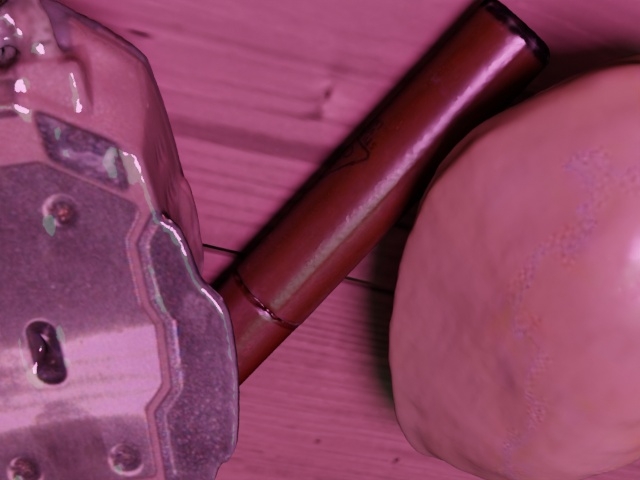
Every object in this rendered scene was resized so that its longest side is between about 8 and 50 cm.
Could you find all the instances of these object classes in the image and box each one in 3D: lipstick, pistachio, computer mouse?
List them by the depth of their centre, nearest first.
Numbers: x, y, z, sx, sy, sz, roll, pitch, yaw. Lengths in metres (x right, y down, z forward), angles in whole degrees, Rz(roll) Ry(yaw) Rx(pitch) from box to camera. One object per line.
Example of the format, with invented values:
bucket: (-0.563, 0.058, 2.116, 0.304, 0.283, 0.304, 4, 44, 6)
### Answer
computer mouse: (-0.153, 0.007, 0.667, 0.199, 0.115, 0.389, -8, 111, -1)
pistachio: (0.153, 0.032, 0.721, 0.226, 0.208, 0.332, 12, 135, -12)
lipstick: (0.000, 0.000, 0.738, 0.057, 0.057, 0.357, 34, 106, -31)
